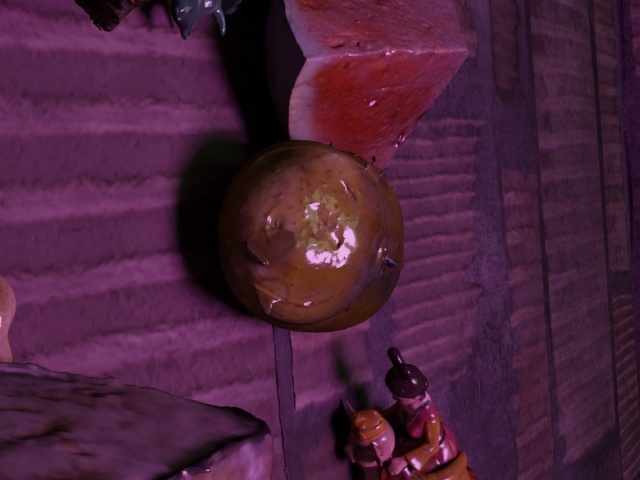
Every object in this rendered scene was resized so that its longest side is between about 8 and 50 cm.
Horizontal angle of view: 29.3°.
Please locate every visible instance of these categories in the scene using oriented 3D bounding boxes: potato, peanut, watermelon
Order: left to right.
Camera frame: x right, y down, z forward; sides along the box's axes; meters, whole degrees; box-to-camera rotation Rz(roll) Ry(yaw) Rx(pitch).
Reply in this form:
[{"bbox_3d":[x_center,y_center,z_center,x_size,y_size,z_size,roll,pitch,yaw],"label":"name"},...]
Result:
[{"bbox_3d":[-0.204,0.060,0.751,0.037,0.037,0.083,28,65,-60],"label":"peanut"},{"bbox_3d":[-0.167,0.210,0.674,0.189,0.211,0.264,1,98,-67],"label":"potato"},{"bbox_3d":[0.000,0.000,1.049,0.169,0.143,0.248,-55,156,1],"label":"potato"},{"bbox_3d":[0.031,-0.176,1.123,0.260,0.176,0.256,2,88,-40],"label":"watermelon"}]

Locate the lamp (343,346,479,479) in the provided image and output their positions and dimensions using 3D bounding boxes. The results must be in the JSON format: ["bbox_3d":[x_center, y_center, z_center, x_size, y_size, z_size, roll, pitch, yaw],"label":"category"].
[{"bbox_3d":[0.087,0.216,1.250,0.253,0.118,0.118,59,37,-45],"label":"lamp"}]

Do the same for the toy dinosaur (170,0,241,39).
[{"bbox_3d":[-0.079,-0.286,1.005,0.120,0.079,0.292,54,44,-57],"label":"toy dinosaur"}]

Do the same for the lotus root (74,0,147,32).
[{"bbox_3d":[-0.116,-0.318,0.810,0.196,0.179,0.397,43,48,-52],"label":"lotus root"}]
